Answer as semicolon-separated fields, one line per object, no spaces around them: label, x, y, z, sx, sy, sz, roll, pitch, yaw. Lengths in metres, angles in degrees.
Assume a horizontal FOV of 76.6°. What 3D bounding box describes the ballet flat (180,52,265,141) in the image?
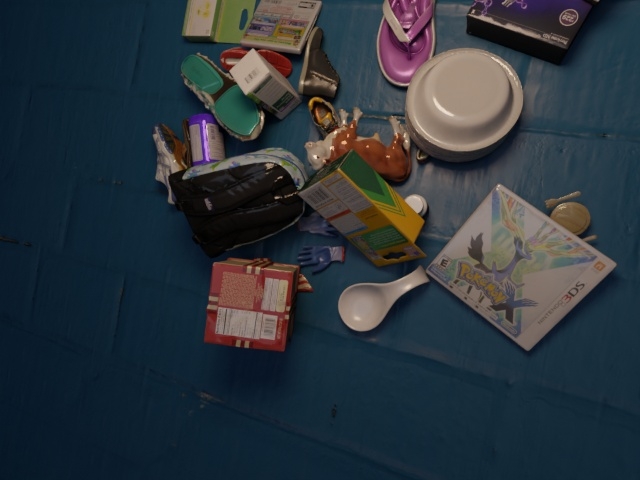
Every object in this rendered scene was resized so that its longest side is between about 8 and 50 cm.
ballet flat;-0.293;-0.449;1.299;0.147;0.147;0.408;-45;69;13

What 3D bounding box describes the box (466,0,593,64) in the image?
box;0.538;-0.593;1.032;0.262;0.103;0.184;30;101;17

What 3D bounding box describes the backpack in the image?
backpack;-0.205;-0.135;1.194;0.356;0.273;0.289;-13;111;29

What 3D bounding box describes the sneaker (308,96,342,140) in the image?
sneaker;0.031;-0.328;1.204;0.088;0.093;0.225;-37;82;15

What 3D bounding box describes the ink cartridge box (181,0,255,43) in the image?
ink cartridge box;-0.346;-0.761;1.371;0.236;0.056;0.170;12;92;21

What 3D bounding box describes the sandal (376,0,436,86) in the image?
sandal;0.244;-0.646;1.133;0.170;0.102;0.415;8;92;20

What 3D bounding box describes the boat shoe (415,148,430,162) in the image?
boat shoe;0.312;-0.280;1.133;0.049;0.043;0.136;35;99;19

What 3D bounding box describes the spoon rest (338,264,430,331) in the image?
spoon rest;0.173;0.158;1.151;0.277;0.084;0.137;-32;79;15

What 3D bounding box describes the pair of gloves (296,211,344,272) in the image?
pair of gloves;0.000;0.000;1.248;0.160;0.023;0.197;-4;87;21

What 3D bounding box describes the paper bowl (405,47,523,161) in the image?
paper bowl;0.363;-0.357;1.038;0.285;0.148;0.283;-2;80;10

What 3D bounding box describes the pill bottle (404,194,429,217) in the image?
pill bottle;0.259;-0.090;1.106;0.067;0.120;0.066;-1;88;18

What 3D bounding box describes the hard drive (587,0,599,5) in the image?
hard drive;0.614;-0.621;0.942;0.135;0.022;0.094;40;99;16

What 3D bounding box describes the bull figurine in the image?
bull figurine;0.110;-0.261;1.129;0.311;0.101;0.188;11;93;-13

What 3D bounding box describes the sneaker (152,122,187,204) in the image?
sneaker;-0.528;-0.261;1.392;0.131;0.112;0.296;-30;79;17

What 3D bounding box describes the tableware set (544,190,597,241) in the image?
tableware set;0.577;-0.038;1.038;0.194;0.039;0.128;-21;93;23

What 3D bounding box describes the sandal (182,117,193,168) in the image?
sandal;-0.440;-0.306;1.375;0.060;0.090;0.219;-17;84;28

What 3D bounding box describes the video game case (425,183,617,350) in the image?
video game case;0.494;0.069;1.038;0.329;0.036;0.299;40;109;14

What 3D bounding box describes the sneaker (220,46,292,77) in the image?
sneaker;-0.203;-0.585;1.301;0.222;0.128;0.086;7;127;-13

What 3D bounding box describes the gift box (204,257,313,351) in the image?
gift box;-0.169;0.187;1.186;0.277;0.258;0.254;11;91;0

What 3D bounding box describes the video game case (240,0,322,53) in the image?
video game case;-0.124;-0.682;1.277;0.213;0.023;0.193;17;76;18

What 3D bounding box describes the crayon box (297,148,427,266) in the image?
crayon box;0.121;-0.071;1.070;0.323;0.203;0.083;42;61;-17

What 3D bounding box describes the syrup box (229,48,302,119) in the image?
syrup box;-0.153;-0.452;1.197;0.093;0.237;0.096;-37;77;15

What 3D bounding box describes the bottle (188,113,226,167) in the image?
bottle;-0.364;-0.263;1.330;0.093;0.118;0.282;-5;92;18

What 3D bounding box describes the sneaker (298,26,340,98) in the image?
sneaker;0.009;-0.536;1.239;0.118;0.083;0.221;11;84;-1
